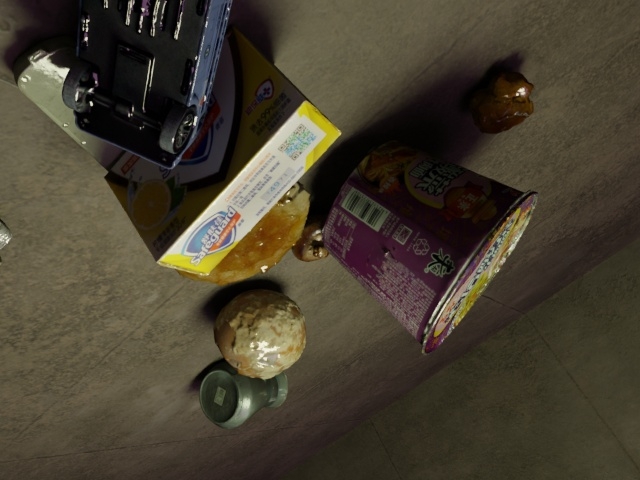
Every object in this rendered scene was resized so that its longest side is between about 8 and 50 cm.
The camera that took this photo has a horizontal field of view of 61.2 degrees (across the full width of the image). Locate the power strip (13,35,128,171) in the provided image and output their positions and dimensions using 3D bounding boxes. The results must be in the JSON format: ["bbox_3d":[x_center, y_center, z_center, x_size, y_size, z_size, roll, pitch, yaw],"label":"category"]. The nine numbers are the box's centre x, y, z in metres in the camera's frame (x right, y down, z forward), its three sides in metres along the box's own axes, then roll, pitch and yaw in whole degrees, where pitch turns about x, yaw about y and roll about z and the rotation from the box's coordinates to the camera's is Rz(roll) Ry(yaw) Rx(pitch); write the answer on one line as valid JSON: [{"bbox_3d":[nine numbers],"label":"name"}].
[{"bbox_3d":[-0.271,-0.152,0.656,0.079,0.029,0.227,-33,151,-3],"label":"power strip"}]

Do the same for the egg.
[{"bbox_3d":[-0.127,0.203,1.185,0.194,0.195,0.233,-36,160,12],"label":"egg"}]

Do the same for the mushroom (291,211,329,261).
[{"bbox_3d":[-0.005,-0.006,1.072,0.126,0.085,0.109,-50,172,36],"label":"mushroom"}]

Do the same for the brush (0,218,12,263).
[{"bbox_3d":[-0.466,-0.062,0.599,0.065,0.070,0.327,-45,151,-9],"label":"brush"}]

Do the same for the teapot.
[{"bbox_3d":[-0.198,0.395,1.479,0.225,0.171,0.203,9,103,-58],"label":"teapot"}]

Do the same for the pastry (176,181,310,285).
[{"bbox_3d":[-0.141,-0.036,0.869,0.256,0.121,0.236,-28,147,2],"label":"pastry"}]

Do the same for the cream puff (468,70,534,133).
[{"bbox_3d":[0.326,-0.250,0.979,0.115,0.094,0.122,-17,172,-15],"label":"cream puff"}]

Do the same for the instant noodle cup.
[{"bbox_3d":[0.180,-0.007,0.974,0.340,0.266,0.340,-42,153,-27],"label":"instant noodle cup"}]

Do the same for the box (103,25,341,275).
[{"bbox_3d":[-0.128,-0.106,0.684,0.265,0.168,0.097,-44,154,12],"label":"box"}]

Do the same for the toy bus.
[{"bbox_3d":[-0.148,-0.224,0.513,0.125,0.133,0.292,24,128,-1],"label":"toy bus"}]
